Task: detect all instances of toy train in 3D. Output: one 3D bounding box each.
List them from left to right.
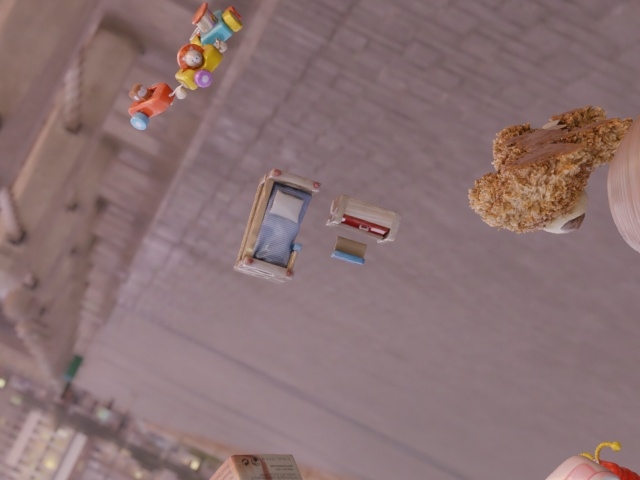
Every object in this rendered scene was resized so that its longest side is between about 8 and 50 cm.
[{"bbox_3d":[-0.154,-0.201,1.631,0.125,0.166,0.046,-12,131,46],"label":"toy train"}]

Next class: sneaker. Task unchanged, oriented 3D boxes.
[{"bbox_3d":[0.224,0.253,1.318,0.051,0.134,0.070,6,-163,-25],"label":"sneaker"}]

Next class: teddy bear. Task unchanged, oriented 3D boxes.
[{"bbox_3d":[0.304,-0.090,1.954,0.338,0.245,0.113,-117,6,-77],"label":"teddy bear"}]

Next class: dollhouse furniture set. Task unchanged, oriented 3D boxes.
[{"bbox_3d":[0.000,0.000,1.909,0.183,0.129,0.129,17,174,-8],"label":"dollhouse furniture set"}]

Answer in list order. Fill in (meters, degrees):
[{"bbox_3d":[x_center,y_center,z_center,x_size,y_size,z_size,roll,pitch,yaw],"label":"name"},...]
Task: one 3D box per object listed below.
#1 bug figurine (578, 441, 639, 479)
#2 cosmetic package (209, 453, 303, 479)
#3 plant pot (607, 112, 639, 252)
[{"bbox_3d":[0.263,0.314,1.608,0.279,0.072,0.216,-31,141,26],"label":"bug figurine"},{"bbox_3d":[-0.077,0.496,2.325,0.129,0.153,0.296,6,-135,-39],"label":"cosmetic package"},{"bbox_3d":[0.379,-0.052,1.559,0.109,0.237,0.237,-14,143,44],"label":"plant pot"}]
